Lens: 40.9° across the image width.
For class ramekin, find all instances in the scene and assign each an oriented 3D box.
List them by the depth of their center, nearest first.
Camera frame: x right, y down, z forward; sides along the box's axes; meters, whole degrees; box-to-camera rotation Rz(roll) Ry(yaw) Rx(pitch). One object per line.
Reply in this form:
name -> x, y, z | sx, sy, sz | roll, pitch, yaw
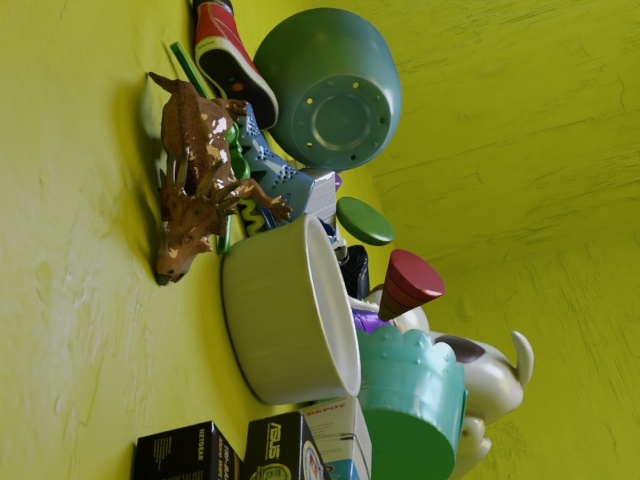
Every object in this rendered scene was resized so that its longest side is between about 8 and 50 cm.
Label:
ramekin -> -0.041, 0.109, 1.262 | 0.277, 0.135, 0.277 | -15, 90, -80

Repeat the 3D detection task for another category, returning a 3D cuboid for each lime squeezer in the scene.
lime squeezer -> -0.158, -0.134, 1.264 | 0.110, 0.059, 0.310 | -10, 86, -50

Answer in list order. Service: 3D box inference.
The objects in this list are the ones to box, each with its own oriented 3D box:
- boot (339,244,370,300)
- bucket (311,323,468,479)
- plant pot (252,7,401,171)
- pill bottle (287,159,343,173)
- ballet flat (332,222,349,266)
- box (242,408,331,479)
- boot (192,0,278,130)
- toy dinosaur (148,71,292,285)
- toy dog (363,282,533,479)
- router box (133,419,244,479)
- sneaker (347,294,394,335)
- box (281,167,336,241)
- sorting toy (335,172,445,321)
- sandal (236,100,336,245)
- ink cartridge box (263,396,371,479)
boot -> 0.099, 0.160, 2.105 | 0.246, 0.094, 0.207 | -84, 155, -47
bucket -> 0.112, 0.302, 1.475 | 0.183, 0.281, 0.281 | -78, 153, -51
plant pot -> 0.020, -0.263, 1.616 | 0.235, 0.293, 0.293 | -106, 176, -59
pill bottle -> -0.010, -0.169, 1.914 | 0.067, 0.120, 0.067 | -15, 90, -80
ballet flat -> 0.000, 0.000, 1.785 | 0.280, 0.096, 0.095 | 46, 30, -70
box -> -0.015, 0.330, 0.797 | 0.270, 0.060, 0.216 | -89, 163, -58
boot -> -0.145, -0.313, 1.476 | 0.244, 0.088, 0.176 | 55, 20, -54
toy dinosaur -> -0.149, -0.102, 1.029 | 0.295, 0.127, 0.200 | 71, 15, 11
toy dog -> 0.221, 0.286, 1.888 | 0.408, 0.395, 0.284 | 39, 34, -11
router box -> -0.089, 0.358, 0.760 | 0.308, 0.081, 0.243 | -95, 167, -45
sneaker -> 0.036, 0.178, 1.618 | 0.293, 0.102, 0.146 | 30, 57, -47
box -> -0.032, -0.048, 1.529 | 0.126, 0.072, 0.137 | -30, 123, -53
sorting toy -> 0.071, 0.018, 1.610 | 0.127, 0.126, 0.365 | -1, 42, -52
sandal -> -0.070, -0.081, 1.394 | 0.126, 0.138, 0.317 | -77, 149, -66
ink cartridge box -> -0.015, 0.294, 1.081 | 0.203, 0.148, 0.086 | -73, 146, -72
